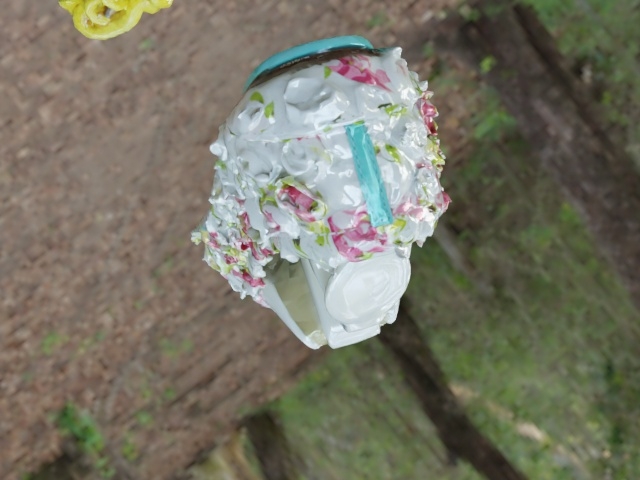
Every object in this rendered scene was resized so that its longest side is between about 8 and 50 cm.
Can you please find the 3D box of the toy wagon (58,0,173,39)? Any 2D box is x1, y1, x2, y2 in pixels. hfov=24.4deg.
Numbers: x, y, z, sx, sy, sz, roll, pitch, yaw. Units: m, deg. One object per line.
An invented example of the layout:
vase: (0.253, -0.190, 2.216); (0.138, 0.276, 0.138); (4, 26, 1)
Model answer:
toy wagon: (-0.044, -0.224, 0.544); (0.267, 0.068, 0.344); (-18, -134, 33)

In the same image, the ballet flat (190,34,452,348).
ballet flat: (0.000, 0.000, 0.541); (0.091, 0.077, 0.241); (-19, 169, -3)
